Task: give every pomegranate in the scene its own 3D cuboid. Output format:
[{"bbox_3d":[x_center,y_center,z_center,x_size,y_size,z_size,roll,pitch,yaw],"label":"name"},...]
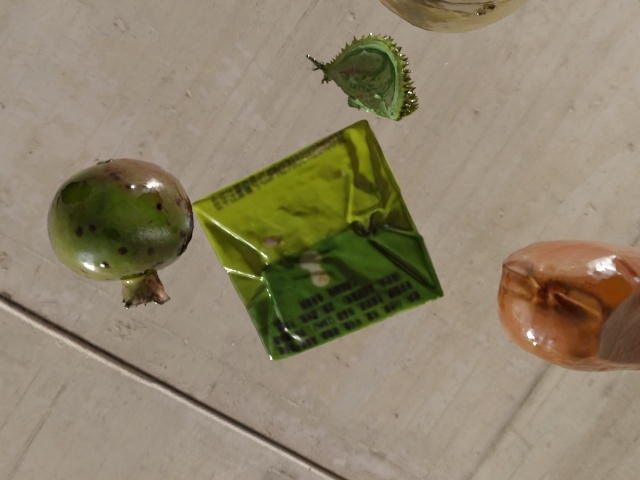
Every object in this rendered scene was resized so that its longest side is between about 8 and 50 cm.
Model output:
[{"bbox_3d":[-0.177,-0.013,0.460,0.130,0.130,0.130,-1,-80,-6],"label":"pomegranate"}]

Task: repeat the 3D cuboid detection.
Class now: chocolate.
[{"bbox_3d":[0.000,0.000,0.801,0.300,0.137,0.289,-24,-78,12],"label":"chocolate"}]

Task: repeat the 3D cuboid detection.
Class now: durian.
[{"bbox_3d":[0.068,-0.233,0.709,0.100,0.215,0.086,-33,-40,-14],"label":"durian"}]

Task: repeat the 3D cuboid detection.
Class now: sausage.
[{"bbox_3d":[0.274,0.062,0.491,0.258,0.133,0.133,5,-80,-29],"label":"sausage"}]

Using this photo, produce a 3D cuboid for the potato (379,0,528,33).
[{"bbox_3d":[0.076,-0.172,0.297,0.164,0.200,0.081,23,-78,7],"label":"potato"}]
